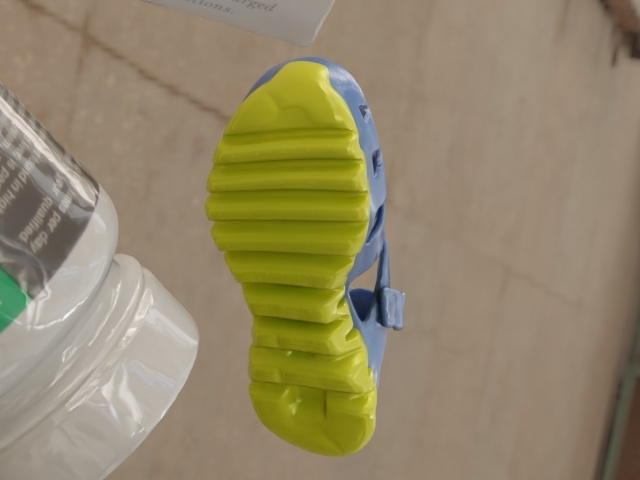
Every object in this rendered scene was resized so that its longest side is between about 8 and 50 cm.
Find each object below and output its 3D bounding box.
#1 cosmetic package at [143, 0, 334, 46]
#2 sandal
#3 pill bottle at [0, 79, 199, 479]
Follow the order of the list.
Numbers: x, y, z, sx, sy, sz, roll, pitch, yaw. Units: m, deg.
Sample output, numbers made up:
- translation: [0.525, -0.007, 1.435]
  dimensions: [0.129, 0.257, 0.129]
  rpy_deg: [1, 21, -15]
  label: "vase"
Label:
- translation: [-0.044, -0.209, 0.733]
  dimensions: [0.151, 0.151, 0.183]
  rpy_deg: [122, -22, -52]
  label: "cosmetic package"
- translation: [0.000, 0.000, 1.299]
  dimensions: [0.138, 0.126, 0.317]
  rpy_deg: [-57, 153, -47]
  label: "sandal"
- translation: [-0.250, -0.015, 1.045]
  dimensions: [0.361, 0.204, 0.204]
  rpy_deg: [47, 44, -21]
  label: "pill bottle"
